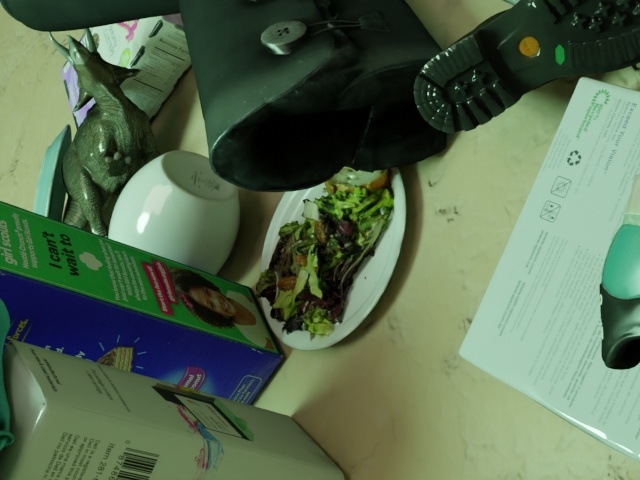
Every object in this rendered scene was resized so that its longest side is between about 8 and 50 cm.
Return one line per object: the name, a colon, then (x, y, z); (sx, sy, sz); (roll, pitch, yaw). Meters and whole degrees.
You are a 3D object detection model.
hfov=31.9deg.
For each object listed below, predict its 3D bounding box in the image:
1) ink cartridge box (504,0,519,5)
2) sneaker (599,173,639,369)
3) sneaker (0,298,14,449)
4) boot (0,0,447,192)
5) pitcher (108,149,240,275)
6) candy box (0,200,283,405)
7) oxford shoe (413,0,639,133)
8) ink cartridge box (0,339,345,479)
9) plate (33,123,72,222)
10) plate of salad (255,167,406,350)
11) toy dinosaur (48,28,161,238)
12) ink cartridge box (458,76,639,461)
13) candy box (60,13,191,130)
ink cartridge box: (0.148, -0.381, 0.934); (0.309, 0.130, 0.272); (-62, 36, 11)
sneaker: (0.281, 0.056, 0.554); (0.302, 0.108, 0.121); (18, 92, 40)
sneaker: (-0.270, 0.154, 0.769); (0.110, 0.107, 0.275); (-28, 51, 32)
boot: (-0.116, -0.195, 1.056); (0.367, 0.146, 0.445); (-23, 49, 0)
pitcher: (-0.165, -0.002, 1.173); (0.178, 0.125, 0.207); (-96, 30, -54)
candy box: (-0.241, 0.131, 1.023); (0.268, 0.317, 0.122); (-55, 39, 18)
oxford shoe: (0.179, -0.160, 0.826); (0.227, 0.083, 0.096); (-19, 14, 26)
ink cartridge box: (-0.150, 0.222, 0.900); (0.117, 0.278, 0.201); (38, 104, 56)
plate: (-0.341, -0.055, 1.414); (0.188, 0.024, 0.188); (-171, 90, -82)
plate of salad: (0.000, 0.000, 1.008); (0.200, 0.048, 0.200); (-25, 55, 43)
toy dinosaur: (-0.251, -0.092, 1.318); (0.160, 0.121, 0.313); (57, 143, 37)
ink cartridge box: (0.216, 0.021, 0.723); (0.224, 0.045, 0.223); (30, 97, 51)
candy box: (-0.239, -0.232, 1.403); (0.196, 0.070, 0.165); (-51, 41, 24)
